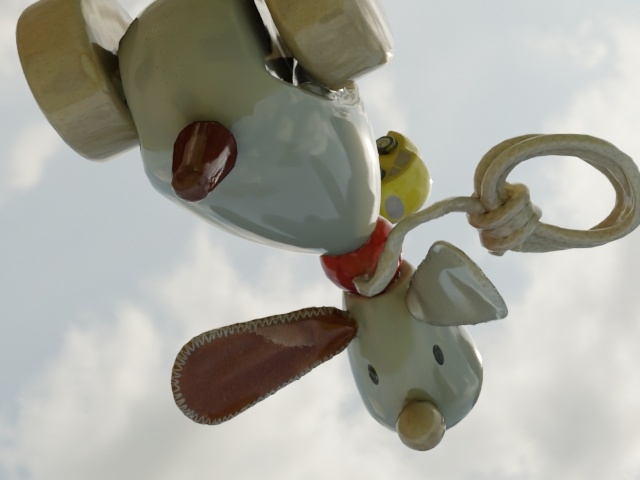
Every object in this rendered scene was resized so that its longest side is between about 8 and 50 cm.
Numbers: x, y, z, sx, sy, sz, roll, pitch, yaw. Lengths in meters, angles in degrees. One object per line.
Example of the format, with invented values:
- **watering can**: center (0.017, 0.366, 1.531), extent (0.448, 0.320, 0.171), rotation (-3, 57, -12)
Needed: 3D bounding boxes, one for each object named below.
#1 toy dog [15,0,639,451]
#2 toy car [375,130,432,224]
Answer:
- **toy dog**: center (0.000, 0.000, 0.674), extent (0.220, 0.334, 0.161), rotation (-39, -150, 29)
- **toy car**: center (0.044, -0.003, 1.279), extent (0.053, 0.225, 0.239), rotation (-1, -101, 27)
